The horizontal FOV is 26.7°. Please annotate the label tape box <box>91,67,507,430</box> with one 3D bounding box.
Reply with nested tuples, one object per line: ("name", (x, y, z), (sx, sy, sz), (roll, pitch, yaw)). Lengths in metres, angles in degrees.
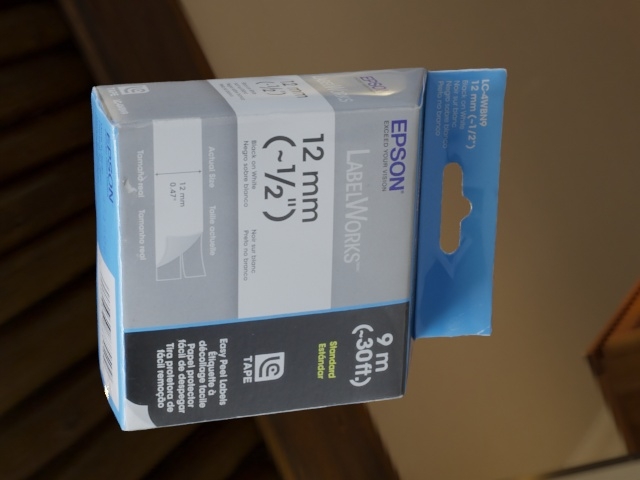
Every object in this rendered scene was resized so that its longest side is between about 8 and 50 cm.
("label tape box", (0.000, 0.000, 1.073), (0.115, 0.348, 0.249), (-127, 36, -64))
